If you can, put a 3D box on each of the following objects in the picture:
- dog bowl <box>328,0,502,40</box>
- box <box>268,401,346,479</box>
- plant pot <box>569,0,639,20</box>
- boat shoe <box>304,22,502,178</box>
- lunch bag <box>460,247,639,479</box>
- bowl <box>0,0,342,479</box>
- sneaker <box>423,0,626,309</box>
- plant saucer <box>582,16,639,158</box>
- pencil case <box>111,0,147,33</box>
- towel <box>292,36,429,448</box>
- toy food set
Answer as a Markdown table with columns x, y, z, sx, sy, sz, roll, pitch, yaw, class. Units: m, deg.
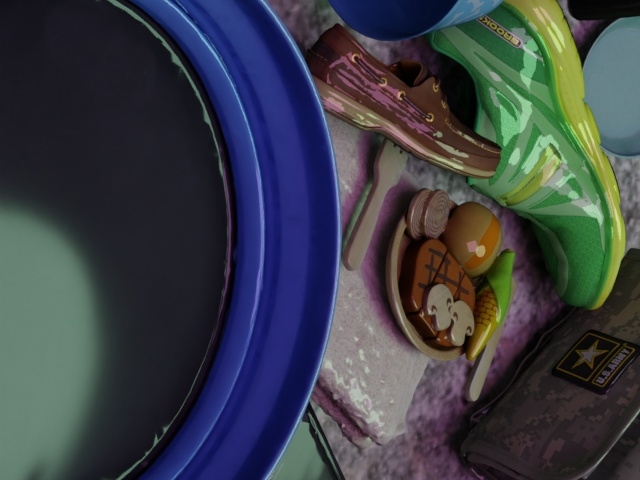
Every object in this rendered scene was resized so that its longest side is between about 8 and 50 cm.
| x | y | z | sx | sy | sz | roll | pitch | yaw | class |
| --- | --- | --- | --- | --- | --- | --- | --- | --- | --- |
| 0.083 | -0.287 | 1.321 | 0.074 | 0.166 | 0.297 | -4 | 103 | -43 | dog bowl |
| -0.102 | 0.261 | 1.378 | 0.295 | 0.073 | 0.293 | -34 | 115 | -22 | box |
| 0.309 | -0.273 | 1.458 | 0.187 | 0.167 | 0.188 | -18 | 109 | -29 | plant pot |
| 0.063 | -0.095 | 1.334 | 0.178 | 0.064 | 0.060 | 25 | 99 | -29 | boat shoe |
| 0.280 | 0.158 | 1.485 | 0.235 | 0.287 | 0.169 | -48 | 158 | -17 | lunch bag |
| -0.138 | 0.010 | 1.101 | 0.391 | 0.077 | 0.391 | -8 | 100 | -50 | bowl |
| 0.153 | -0.072 | 1.460 | 0.123 | 0.109 | 0.295 | -21 | 118 | 2 | sneaker |
| 0.251 | -0.127 | 1.540 | 0.119 | 0.021 | 0.119 | -7 | 104 | -31 | plant saucer |
| -0.236 | -0.191 | 1.130 | 0.119 | 0.133 | 0.306 | -38 | 137 | 23 | pencil case |
| 0.000 | 0.000 | 1.355 | 0.282 | 0.049 | 0.187 | 49 | 49 | -31 | towel |
| 0.096 | 0.023 | 1.394 | 0.192 | 0.038 | 0.132 | 46 | 52 | -37 | toy food set |
